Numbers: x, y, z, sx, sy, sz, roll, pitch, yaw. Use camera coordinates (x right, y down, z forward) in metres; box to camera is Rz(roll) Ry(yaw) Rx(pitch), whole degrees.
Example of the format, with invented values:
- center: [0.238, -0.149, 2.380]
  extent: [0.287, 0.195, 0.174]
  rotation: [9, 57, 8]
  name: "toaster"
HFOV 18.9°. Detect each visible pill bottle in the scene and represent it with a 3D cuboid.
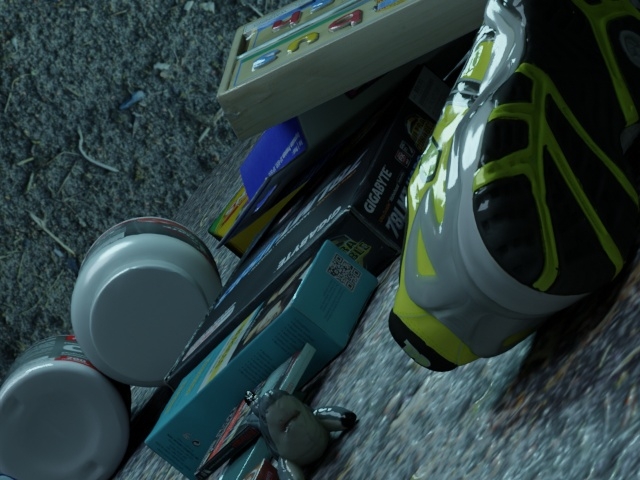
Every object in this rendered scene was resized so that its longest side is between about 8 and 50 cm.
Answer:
- center: [-0.198, 0.073, 2.225]
  extent: [0.176, 0.176, 0.318]
  rotation: [-50, 8, 2]
  name: "pill bottle"
- center: [-0.306, 0.200, 2.295]
  extent: [0.161, 0.161, 0.283]
  rotation: [-50, 8, 2]
  name: "pill bottle"

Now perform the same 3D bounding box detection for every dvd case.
- center: [-0.054, 0.142, 1.584]
  extent: [0.119, 0.013, 0.087]
  rotation: [-45, 9, 40]
  name: "dvd case"

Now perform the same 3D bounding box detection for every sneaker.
- center: [0.124, -0.069, 1.219]
  extent: [0.147, 0.145, 0.384]
  rotation: [-44, 9, 37]
  name: "sneaker"

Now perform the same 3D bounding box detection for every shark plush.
- center: [-0.026, 0.128, 1.416]
  extent: [0.073, 0.067, 0.161]
  rotation: [-51, 8, 1]
  name: "shark plush"

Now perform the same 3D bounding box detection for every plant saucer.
- center: [-0.067, 0.192, 1.535]
  extent: [0.067, 0.018, 0.192]
  rotation: [-43, 10, 41]
  name: "plant saucer"

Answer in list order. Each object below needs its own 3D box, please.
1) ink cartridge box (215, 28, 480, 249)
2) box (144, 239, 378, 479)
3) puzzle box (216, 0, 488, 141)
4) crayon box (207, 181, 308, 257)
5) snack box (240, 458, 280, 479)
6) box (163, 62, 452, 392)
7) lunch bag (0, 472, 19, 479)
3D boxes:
- center: [0.030, -0.141, 1.997]
  extent: [0.371, 0.069, 0.176]
  rotation: [-41, -5, -30]
  name: "ink cartridge box"
- center: [-0.054, 0.108, 1.687]
  extent: [0.244, 0.060, 0.100]
  rotation: [-44, 10, 39]
  name: "box"
- center: [0.096, -0.239, 1.870]
  extent: [0.409, 0.052, 0.272]
  rotation: [-25, 18, 10]
  name: "puzzle box"
- center: [-0.027, -0.059, 2.233]
  extent: [0.202, 0.081, 0.318]
  rotation: [-51, 8, -4]
  name: "crayon box"
- center: [-0.076, 0.232, 1.380]
  extent: [0.064, 0.022, 0.178]
  rotation: [-46, 9, 35]
  name: "snack box"
- center: [0.000, 0.000, 1.854]
  extent: [0.295, 0.073, 0.293]
  rotation: [-44, 8, 34]
  name: "box"
- center: [-0.228, 0.276, 1.468]
  extent: [0.090, 0.176, 0.219]
  rotation: [-49, 9, 11]
  name: "lunch bag"
